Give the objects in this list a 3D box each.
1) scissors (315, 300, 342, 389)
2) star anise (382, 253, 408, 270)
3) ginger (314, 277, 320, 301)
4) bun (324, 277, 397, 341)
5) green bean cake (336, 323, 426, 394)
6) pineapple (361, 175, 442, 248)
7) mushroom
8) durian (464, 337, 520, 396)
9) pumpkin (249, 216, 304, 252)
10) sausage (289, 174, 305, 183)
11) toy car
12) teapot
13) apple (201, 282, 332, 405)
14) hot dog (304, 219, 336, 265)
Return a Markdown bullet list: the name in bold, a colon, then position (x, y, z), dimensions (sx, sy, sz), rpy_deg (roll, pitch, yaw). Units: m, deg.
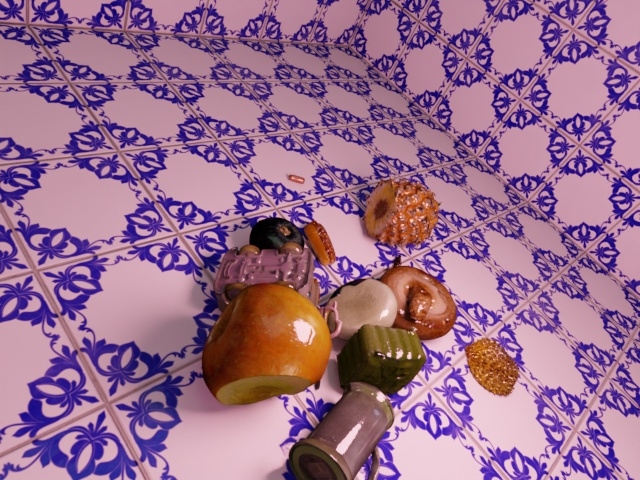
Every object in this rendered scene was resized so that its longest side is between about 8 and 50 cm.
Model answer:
- **scissors**: position (0.004, 0.366, 1.664), dimensions (0.024, 0.160, 0.318), rpy_deg (39, 46, -41)
- **star anise**: position (0.372, 0.153, 2.163), dimensions (0.157, 0.054, 0.212), rpy_deg (41, 38, 14)
- **ginger**: position (-0.047, 0.188, 1.840), dimensions (0.103, 0.073, 0.162), rpy_deg (9, 41, -33)
- **bun**: position (0.160, 0.281, 1.783), dimensions (0.283, 0.179, 0.283), rpy_deg (-14, 39, 12)
- **green bean cake**: position (0.206, 0.416, 1.621), dimensions (0.249, 0.247, 0.156), rpy_deg (14, 41, -22)
- **pineapple**: position (0.392, -0.127, 2.252), dimensions (0.300, 0.352, 0.353), rpy_deg (9, 43, -18)
- **mushroom**: position (0.386, 0.253, 1.958), dimensions (0.345, 0.239, 0.345), rpy_deg (33, 39, -32)
- **durian**: position (0.717, 0.513, 1.940), dimensions (0.250, 0.138, 0.183), rpy_deg (47, 33, 11)
- **pumpkin**: position (-0.175, 0.009, 1.886), dimensions (0.233, 0.163, 0.233), rpy_deg (19, 40, -17)
- **sausage**: position (-0.118, -0.306, 2.362), dimensions (0.083, 0.034, 0.034), rpy_deg (14, 41, -17)
- **toy car**: position (-0.183, 0.162, 1.687), dimensions (0.335, 0.226, 0.242), rpy_deg (-4, 41, 10)
- **teapot**: position (0.095, 0.604, 1.413), dimensions (0.337, 0.200, 0.271), rpy_deg (-33, 95, -50)
- **apple**: position (-0.157, 0.328, 1.425), dimensions (0.374, 0.374, 0.384), rpy_deg (30, 83, 0)
- **hot dog**: position (0.000, 0.000, 2.074), dimensions (0.102, 0.076, 0.249), rpy_deg (-2, 50, -29)
